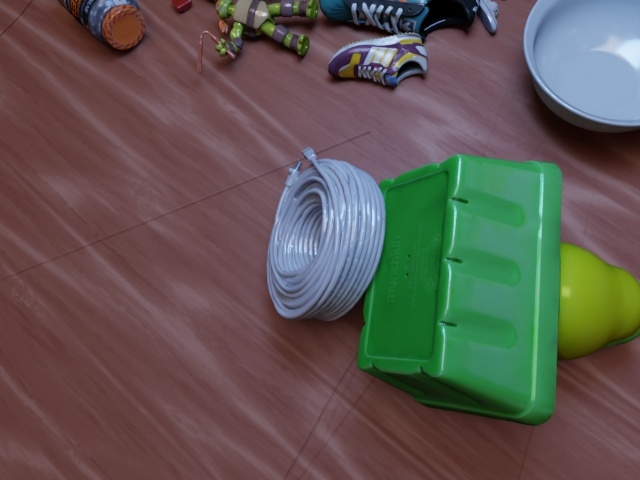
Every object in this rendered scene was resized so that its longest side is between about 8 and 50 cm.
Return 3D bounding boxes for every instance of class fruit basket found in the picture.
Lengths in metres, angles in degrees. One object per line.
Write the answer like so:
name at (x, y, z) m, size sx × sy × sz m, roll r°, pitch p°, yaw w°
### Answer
fruit basket at (0.271, 0.076, 0.778) m, size 0.393 × 0.283 × 0.391 m, roll 6°, pitch 79°, yaw -33°

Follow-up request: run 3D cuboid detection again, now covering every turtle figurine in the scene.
turtle figurine at (-0.126, -0.432, 1.041) m, size 0.218 × 0.087 × 0.269 m, roll 18°, pitch 85°, yaw 9°

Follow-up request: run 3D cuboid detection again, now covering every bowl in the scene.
bowl at (0.482, -0.294, 0.875) m, size 0.298 × 0.134 × 0.297 m, roll -3°, pitch 74°, yaw 9°

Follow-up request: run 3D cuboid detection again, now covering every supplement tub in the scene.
supplement tub at (-0.459, -0.491, 1.097) m, size 0.117 × 0.117 × 0.190 m, roll -45°, pitch 72°, yaw -5°

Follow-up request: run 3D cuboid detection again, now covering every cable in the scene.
cable at (0.000, 0.000, 0.824) m, size 0.257 × 0.089 × 0.256 m, roll 43°, pitch 114°, yaw 58°

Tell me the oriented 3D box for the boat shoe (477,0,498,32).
boat shoe at (0.321, -0.440, 0.998) m, size 0.035 × 0.035 × 0.100 m, roll -20°, pitch 65°, yaw 6°

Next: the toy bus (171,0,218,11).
toy bus at (-0.256, -0.597, 1.100) m, size 0.203 × 0.104 × 0.190 m, roll -6°, pitch 73°, yaw 7°

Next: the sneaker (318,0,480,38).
sneaker at (0.145, -0.443, 0.988) m, size 0.303 × 0.108 × 0.120 m, roll -4°, pitch 74°, yaw 10°

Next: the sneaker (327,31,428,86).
sneaker at (0.107, -0.327, 0.981) m, size 0.186 × 0.069 × 0.083 m, roll -14°, pitch 72°, yaw 7°
